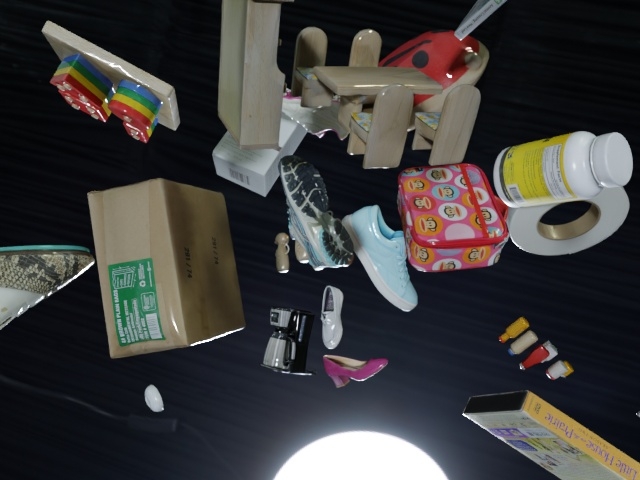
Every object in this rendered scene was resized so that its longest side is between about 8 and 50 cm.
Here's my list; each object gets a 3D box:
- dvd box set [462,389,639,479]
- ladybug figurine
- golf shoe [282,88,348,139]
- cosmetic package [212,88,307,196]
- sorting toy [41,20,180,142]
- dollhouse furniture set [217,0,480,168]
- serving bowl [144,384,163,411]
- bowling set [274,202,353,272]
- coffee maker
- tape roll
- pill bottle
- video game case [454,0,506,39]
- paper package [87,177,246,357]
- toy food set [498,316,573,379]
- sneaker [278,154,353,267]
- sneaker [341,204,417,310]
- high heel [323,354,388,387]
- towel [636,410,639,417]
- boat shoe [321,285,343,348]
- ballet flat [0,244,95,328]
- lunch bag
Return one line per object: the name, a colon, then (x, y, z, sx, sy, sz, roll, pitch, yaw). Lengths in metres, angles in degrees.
dvd box set: (0.613, 0.529, 1.451, 0.062, 0.420, 0.307, -57, 180, -22)
ladybug figurine: (0.250, -0.426, 1.508, 0.305, 0.162, 0.449, -56, -159, -22)
golf shoe: (-0.041, -0.398, 1.794, 0.115, 0.306, 0.140, -58, 157, -63)
cosmetic package: (-0.202, -0.379, 2.080, 0.156, 0.217, 0.385, 96, 19, -65)
sorting toy: (-0.435, -0.303, 1.181, 0.089, 0.257, 0.255, -64, -172, -9)
dollhouse furniture set: (0.032, -0.319, 1.010, 0.362, 0.394, 0.257, -125, -144, -48)
serving bowl: (-0.495, 0.468, 1.670, 0.027, 0.083, 0.083, -19, 133, -38)
bowling set: (0.000, 0.000, 1.735, 0.287, 0.199, 0.154, -27, -120, 44)
coffee maker: (-0.081, 0.284, 1.624, 0.171, 0.120, 0.178, 24, 75, -57)
tape roll: (0.833, -0.091, 1.931, 0.392, 0.391, 0.072, 95, -4, -49)
pill bottle: (0.678, -0.201, 1.605, 0.334, 0.188, 0.188, -5, -119, 53)
video game case: (0.347, -0.479, 1.019, 0.212, 0.023, 0.193, -54, -171, -17)
paper package: (-0.306, 0.053, 1.176, 0.309, 0.168, 0.325, 7, 73, -75)
toy food set: (0.684, 0.368, 1.807, 0.104, 0.232, 0.111, -46, 178, 23)
sneaker: (-0.041, -0.057, 1.318, 0.110, 0.122, 0.283, -30, 98, -43)
sneaker: (0.219, 0.054, 1.749, 0.150, 0.366, 0.135, -30, -165, 28)
high heel: (0.113, 0.408, 1.905, 0.244, 0.117, 0.082, -31, 176, 41)
towel: (0.657, 0.307, 0.972, 0.029, 0.144, 0.197, 61, 4, -9)
boat shoe: (0.029, 0.222, 1.669, 0.063, 0.066, 0.184, 35, 59, -47)
ballet flat: (-0.665, 0.081, 1.011, 0.164, 0.482, 0.182, -27, -119, 54)
lunch bag: (0.325, -0.061, 1.367, 0.293, 0.258, 0.120, -95, -178, -46)
